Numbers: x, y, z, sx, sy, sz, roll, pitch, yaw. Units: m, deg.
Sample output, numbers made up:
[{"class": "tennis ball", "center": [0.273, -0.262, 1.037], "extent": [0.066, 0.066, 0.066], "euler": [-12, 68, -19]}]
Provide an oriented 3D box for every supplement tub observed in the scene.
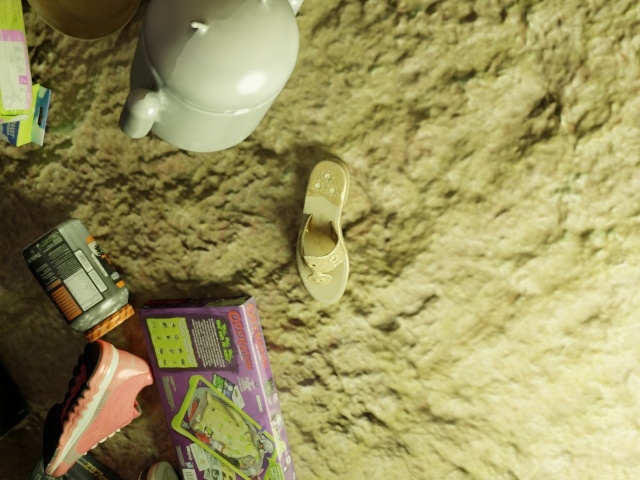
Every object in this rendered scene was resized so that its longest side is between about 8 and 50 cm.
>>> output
[{"class": "supplement tub", "center": [-0.400, 0.067, 1.709], "extent": [0.117, 0.117, 0.190], "euler": [-31, 96, 30]}]

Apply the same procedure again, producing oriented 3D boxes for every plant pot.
[{"class": "plant pot", "center": [-0.358, -0.422, 1.548], "extent": [0.236, 0.032, 0.236], "euler": [8, 112, 20]}]

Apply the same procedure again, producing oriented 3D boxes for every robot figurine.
[{"class": "robot figurine", "center": [-0.145, -0.243, 1.373], "extent": [0.200, 0.300, 0.353], "euler": [46, 160, -2]}]

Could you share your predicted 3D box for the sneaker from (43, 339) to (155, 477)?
[{"class": "sneaker", "center": [-0.389, 0.313, 1.793], "extent": [0.136, 0.116, 0.314], "euler": [18, 123, -27]}]

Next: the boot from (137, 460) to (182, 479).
[{"class": "boot", "center": [-0.341, 0.586, 1.846], "extent": [0.284, 0.138, 0.377], "euler": [-11, 112, 12]}]

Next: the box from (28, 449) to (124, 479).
[{"class": "box", "center": [-0.475, 0.506, 1.948], "extent": [0.183, 0.059, 0.232], "euler": [35, 119, 9]}]

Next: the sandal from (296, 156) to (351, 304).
[{"class": "sandal", "center": [-0.006, -0.001, 1.527], "extent": [0.088, 0.079, 0.240], "euler": [14, 115, 19]}]

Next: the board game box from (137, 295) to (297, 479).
[{"class": "board game box", "center": [-0.172, 0.262, 1.726], "extent": [0.208, 0.056, 0.346], "euler": [-2, 109, 29]}]

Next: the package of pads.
[{"class": "package of pads", "center": [-0.576, -0.323, 1.609], "extent": [0.229, 0.101, 0.296], "euler": [-5, 96, 21]}]

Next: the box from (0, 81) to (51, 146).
[{"class": "box", "center": [-0.537, -0.232, 1.697], "extent": [0.178, 0.042, 0.109], "euler": [25, 118, 14]}]

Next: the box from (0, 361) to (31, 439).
[{"class": "box", "center": [-0.757, 0.277, 1.912], "extent": [0.294, 0.183, 0.296], "euler": [-22, 101, 28]}]
